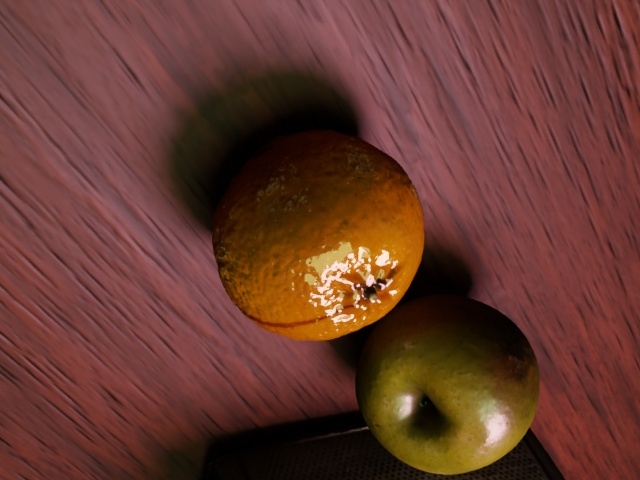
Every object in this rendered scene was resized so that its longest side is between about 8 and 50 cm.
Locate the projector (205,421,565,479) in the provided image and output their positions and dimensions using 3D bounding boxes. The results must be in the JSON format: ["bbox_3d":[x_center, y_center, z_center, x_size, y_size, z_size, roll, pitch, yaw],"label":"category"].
[{"bbox_3d":[0.065,0.416,1.443,0.405,0.242,0.395,-5,130,-25],"label":"projector"}]

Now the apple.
[{"bbox_3d":[0.134,0.147,1.278,0.157,0.196,0.196,-24,147,-53],"label":"apple"}]

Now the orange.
[{"bbox_3d":[0.000,0.000,1.085,0.193,0.161,0.193,-12,130,-14],"label":"orange"}]
